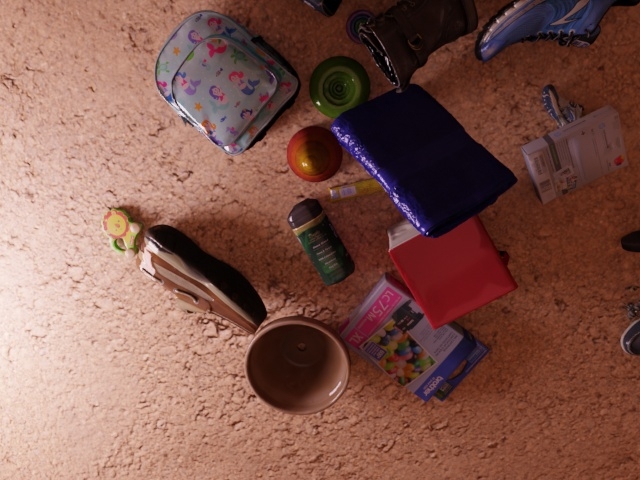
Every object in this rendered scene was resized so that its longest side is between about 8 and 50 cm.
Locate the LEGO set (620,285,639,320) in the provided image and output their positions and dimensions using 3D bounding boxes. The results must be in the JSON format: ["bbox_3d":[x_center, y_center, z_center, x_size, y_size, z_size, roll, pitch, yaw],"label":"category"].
[{"bbox_3d":[0.691,0.143,1.377,0.054,0.023,0.083,-24,104,10],"label":"LEGO set"}]

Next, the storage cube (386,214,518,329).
[{"bbox_3d":[0.264,0.032,1.289,0.214,0.184,0.193,-30,101,12],"label":"storage cube"}]

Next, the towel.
[{"bbox_3d":[0.189,-0.155,1.186,0.227,0.076,0.308,-27,64,-22],"label":"towel"}]

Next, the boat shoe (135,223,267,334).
[{"bbox_3d":[-0.268,0.100,1.385,0.324,0.122,0.120,38,110,1],"label":"boat shoe"}]

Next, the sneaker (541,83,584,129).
[{"bbox_3d":[0.496,-0.264,1.260,0.058,0.052,0.135,-35,111,8],"label":"sneaker"}]

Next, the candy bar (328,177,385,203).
[{"bbox_3d":[0.093,-0.114,1.342,0.161,0.018,0.040,-13,102,8],"label":"candy bar"}]

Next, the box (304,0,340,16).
[{"bbox_3d":[-0.072,-0.715,1.036,0.471,0.297,0.480,30,106,-3],"label":"box"}]

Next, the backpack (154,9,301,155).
[{"bbox_3d":[-0.193,-0.314,1.221,0.253,0.191,0.225,43,105,-4],"label":"backpack"}]

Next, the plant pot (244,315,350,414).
[{"bbox_3d":[-0.048,0.265,1.412,0.237,0.110,0.238,1,109,3],"label":"plant pot"}]

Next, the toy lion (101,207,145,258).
[{"bbox_3d":[-0.447,-0.020,1.399,0.096,0.034,0.100,18,107,6],"label":"toy lion"}]

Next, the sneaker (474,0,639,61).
[{"bbox_3d":[0.450,-0.418,1.173,0.329,0.130,0.147,-26,101,10],"label":"sneaker"}]

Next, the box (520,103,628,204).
[{"bbox_3d":[0.514,-0.170,1.259,0.186,0.038,0.145,-26,129,12],"label":"box"}]

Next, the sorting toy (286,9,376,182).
[{"bbox_3d":[0.027,-0.277,1.242,0.127,0.126,0.366,21,107,-3],"label":"sorting toy"}]

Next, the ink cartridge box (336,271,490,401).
[{"bbox_3d":[0.214,0.235,1.418,0.311,0.065,0.186,35,106,-9],"label":"ink cartridge box"}]

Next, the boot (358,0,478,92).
[{"bbox_3d":[0.163,-0.438,1.157,0.229,0.091,0.263,-35,105,-16],"label":"boot"}]

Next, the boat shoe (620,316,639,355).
[{"bbox_3d":[0.790,0.194,1.357,0.254,0.079,0.095,-20,105,9],"label":"boat shoe"}]

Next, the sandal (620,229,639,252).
[{"bbox_3d":[0.762,0.010,1.295,0.254,0.097,0.055,-4,106,4],"label":"sandal"}]

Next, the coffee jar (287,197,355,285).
[{"bbox_3d":[0.000,0.000,1.341,0.079,0.096,0.184,-29,103,8],"label":"coffee jar"}]
